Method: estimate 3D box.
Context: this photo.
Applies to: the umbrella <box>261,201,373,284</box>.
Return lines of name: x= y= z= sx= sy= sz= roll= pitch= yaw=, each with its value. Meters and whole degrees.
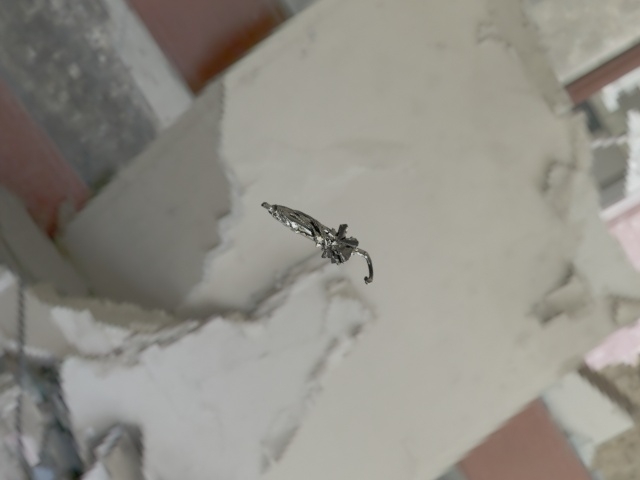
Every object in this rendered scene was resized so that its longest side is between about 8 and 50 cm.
umbrella: x=0.000 y=-0.004 z=0.740 sx=0.149 sy=0.022 sz=0.022 roll=38 pitch=45 yaw=-63
